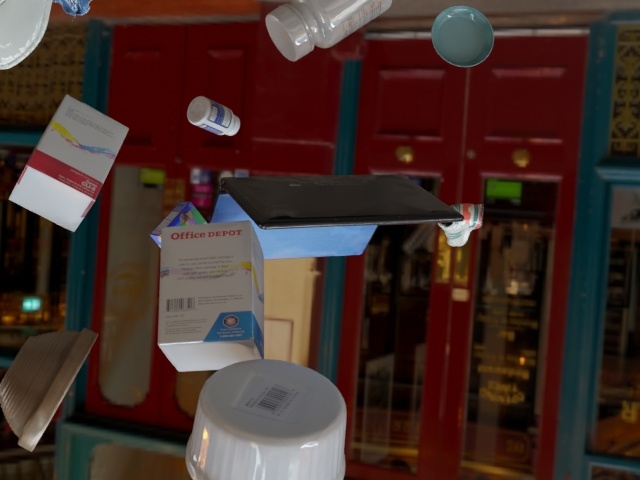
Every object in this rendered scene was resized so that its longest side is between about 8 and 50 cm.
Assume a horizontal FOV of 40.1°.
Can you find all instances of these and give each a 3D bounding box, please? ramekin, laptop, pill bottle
[{"bbox_3d":[-0.085,0.318,1.487,0.277,0.135,0.277,7,-156,-3],"label":"ramekin"},{"bbox_3d":[0.000,0.000,1.694,0.381,0.236,0.408,-3,-159,-21],"label":"laptop"},{"bbox_3d":[-0.240,-0.280,2.001,0.067,0.067,0.120,5,172,37],"label":"pill bottle"},{"bbox_3d":[0.014,-0.448,1.697,0.229,0.131,0.131,-36,-167,-14],"label":"pill bottle"}]

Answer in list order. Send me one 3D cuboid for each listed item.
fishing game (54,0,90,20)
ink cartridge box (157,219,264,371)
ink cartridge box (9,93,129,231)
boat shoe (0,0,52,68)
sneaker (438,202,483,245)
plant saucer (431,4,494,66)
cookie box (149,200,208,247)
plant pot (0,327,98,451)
[{"bbox_3d":[-0.435,-0.455,1.441,0.041,0.189,0.264,-29,-158,-34],"label":"fishing game"},{"bbox_3d":[-0.196,0.104,1.625,0.171,0.233,0.168,-4,154,4],"label":"ink cartridge box"},{"bbox_3d":[-0.437,-0.136,1.535,0.127,0.176,0.128,28,143,-17],"label":"ink cartridge box"},{"bbox_3d":[-0.467,-0.389,1.370,0.095,0.255,0.079,14,-150,-28],"label":"boat shoe"},{"bbox_3d":[0.258,-0.035,1.695,0.075,0.057,0.161,9,161,-7],"label":"sneaker"},{"bbox_3d":[0.261,-0.376,1.628,0.119,0.119,0.021,3,170,-7],"label":"plant saucer"},{"bbox_3d":[-0.297,-0.016,1.884,0.040,0.107,0.092,8,141,49],"label":"cookie box"},{"bbox_3d":[-0.510,0.252,1.594,0.109,0.237,0.237,29,177,-11],"label":"plant pot"}]
